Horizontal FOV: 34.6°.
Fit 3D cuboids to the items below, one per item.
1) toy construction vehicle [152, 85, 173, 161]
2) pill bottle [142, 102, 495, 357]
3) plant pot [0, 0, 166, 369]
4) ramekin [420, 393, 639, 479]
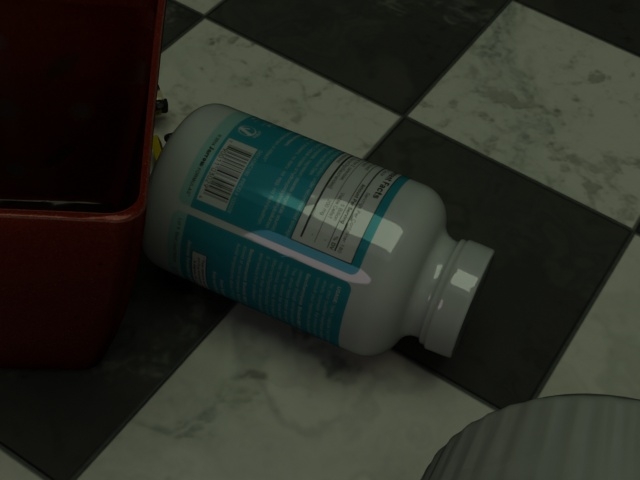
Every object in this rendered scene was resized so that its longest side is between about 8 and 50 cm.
[{"bbox_3d":[-0.168,-0.099,0.962,0.098,0.035,0.086,-14,64,-15],"label":"toy construction vehicle"},{"bbox_3d":[0.000,0.000,0.821,0.264,0.146,0.146,24,51,12],"label":"pill bottle"},{"bbox_3d":[-0.252,-0.041,0.766,0.267,0.236,0.267,2,49,-5],"label":"plant pot"},{"bbox_3d":[0.161,0.210,0.597,0.272,0.273,0.127,17,37,8],"label":"ramekin"}]
